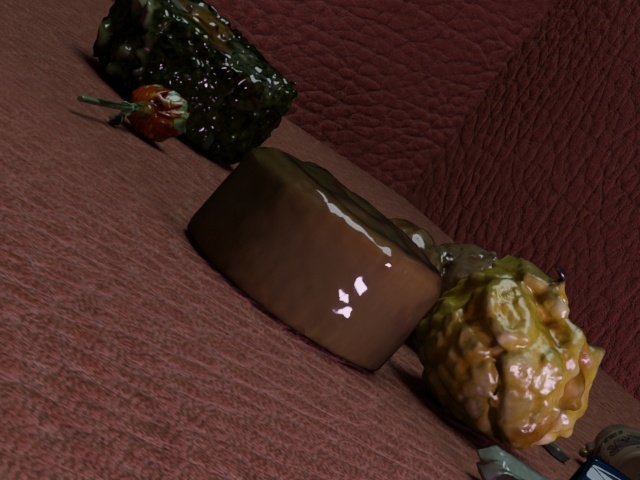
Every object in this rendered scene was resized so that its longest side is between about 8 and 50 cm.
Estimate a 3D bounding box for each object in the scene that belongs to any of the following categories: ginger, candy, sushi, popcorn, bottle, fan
[{"bbox_3d":[0.196,0.084,2.294,0.256,0.176,0.375,33,3,23],"label":"ginger"},{"bbox_3d":[-0.259,-0.179,2.150,0.084,0.078,0.288,22,7,15],"label":"candy"},{"bbox_3d":[-0.222,-0.287,2.595,0.294,0.178,0.352,29,14,-39],"label":"sushi"},{"bbox_3d":[0.239,0.136,1.946,0.249,0.225,0.249,41,2,-2],"label":"popcorn"},{"bbox_3d":[0.434,0.322,2.262,0.110,0.097,0.209,-6,7,1],"label":"bottle"},{"bbox_3d":[0.298,0.260,2.283,0.038,0.016,0.193,36,7,-40],"label":"fan"}]

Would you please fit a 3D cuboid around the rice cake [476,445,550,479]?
[{"bbox_3d":[0.259,0.292,1.738,0.245,0.042,0.045,34,20,-33],"label":"rice cake"}]

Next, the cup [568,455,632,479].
[{"bbox_3d":[0.300,0.301,1.598,0.138,0.113,0.150,37,5,7],"label":"cup"}]

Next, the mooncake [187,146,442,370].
[{"bbox_3d":[0.001,0.012,1.833,0.284,0.155,0.284,37,5,-4],"label":"mooncake"}]
